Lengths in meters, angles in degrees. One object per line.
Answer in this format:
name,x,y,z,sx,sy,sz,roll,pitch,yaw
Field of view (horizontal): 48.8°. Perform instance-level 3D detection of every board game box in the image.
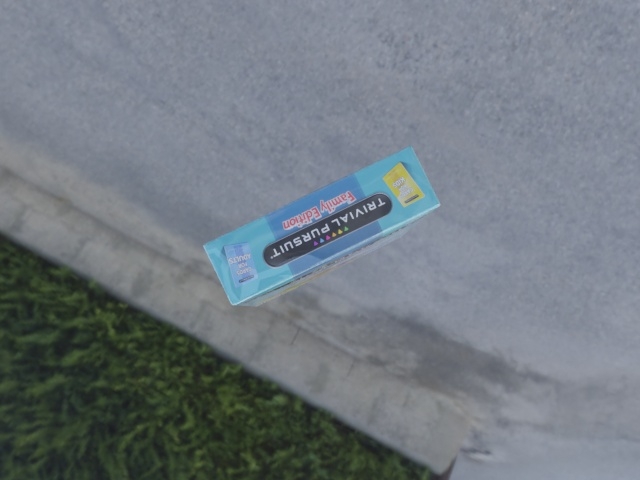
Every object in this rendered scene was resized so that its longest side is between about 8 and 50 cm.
board game box,0.000,0.000,0.926,0.079,0.254,0.336,64,177,4
